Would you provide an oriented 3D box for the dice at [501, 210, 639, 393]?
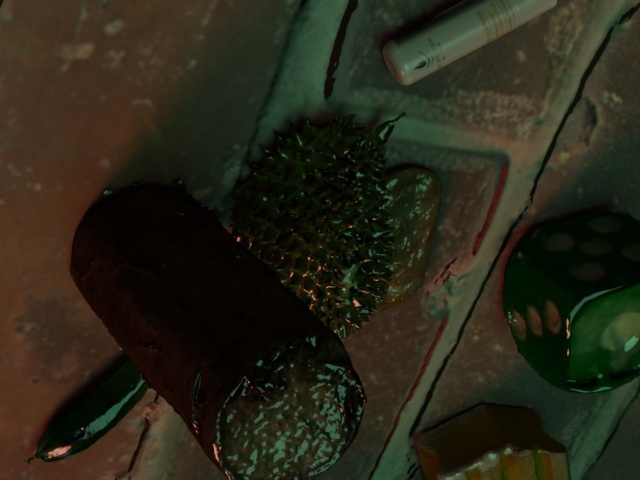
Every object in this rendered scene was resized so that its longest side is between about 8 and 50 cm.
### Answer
[{"bbox_3d":[0.248,0.054,1.124,0.131,0.120,0.128,-19,127,-16],"label":"dice"}]

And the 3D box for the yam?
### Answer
[{"bbox_3d":[-0.082,0.055,0.872,0.131,0.280,0.131,-14,120,-25],"label":"yam"}]

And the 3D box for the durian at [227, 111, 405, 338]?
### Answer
[{"bbox_3d":[0.000,0.004,0.987,0.137,0.095,0.220,-3,117,-25],"label":"durian"}]

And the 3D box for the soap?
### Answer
[{"bbox_3d":[0.189,0.272,1.275,0.140,0.073,0.232,-26,130,-11],"label":"soap"}]

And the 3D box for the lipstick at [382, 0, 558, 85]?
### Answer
[{"bbox_3d":[0.116,-0.168,0.956,0.141,0.040,0.040,-29,130,-4],"label":"lipstick"}]

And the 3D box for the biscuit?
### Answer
[{"bbox_3d":[0.066,0.000,1.063,0.071,0.018,0.147,-6,125,-24],"label":"biscuit"}]

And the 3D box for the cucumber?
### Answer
[{"bbox_3d":[-0.182,0.140,1.027,0.168,0.039,0.039,-43,130,4],"label":"cucumber"}]
